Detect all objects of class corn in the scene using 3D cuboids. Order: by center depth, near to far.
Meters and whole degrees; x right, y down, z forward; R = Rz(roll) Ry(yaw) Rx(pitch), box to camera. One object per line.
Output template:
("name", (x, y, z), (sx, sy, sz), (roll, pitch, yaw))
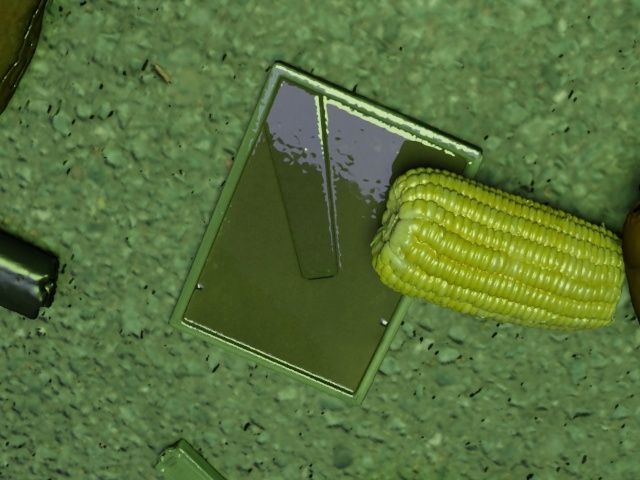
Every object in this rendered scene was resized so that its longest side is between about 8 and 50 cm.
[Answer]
("corn", (0.116, 0.009, 0.688), (0.165, 0.063, 0.085), (13, 87, -13))

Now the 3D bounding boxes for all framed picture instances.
("framed picture", (0.000, 0.000, 0.729), (0.150, 0.015, 0.203), (23, 109, -3))

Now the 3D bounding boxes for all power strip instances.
("power strip", (-0.086, 0.181, 0.795), (0.027, 0.017, 0.083), (-41, 100, 17))

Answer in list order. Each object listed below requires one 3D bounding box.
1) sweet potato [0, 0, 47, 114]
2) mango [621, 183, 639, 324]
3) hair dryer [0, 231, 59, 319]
("sweet potato", (-0.184, -0.154, 0.666), (0.233, 0.062, 0.081), (-43, 139, 14))
("mango", (0.280, 0.054, 0.648), (0.151, 0.156, 0.249), (-30, 101, 12))
("hair dryer", (-0.297, -0.007, 0.722), (0.251, 0.089, 0.197), (23, 109, -10))
